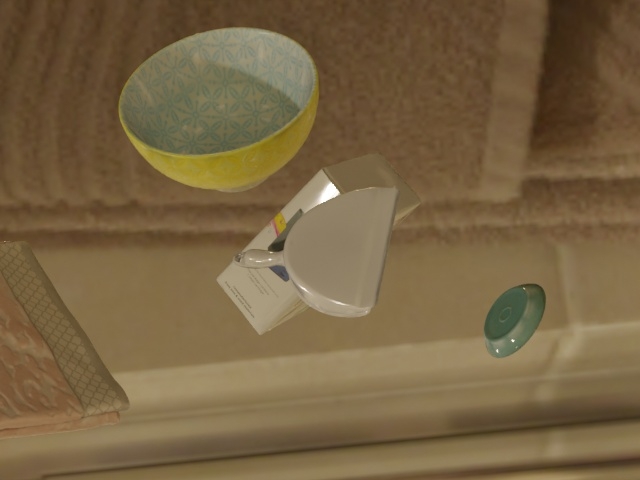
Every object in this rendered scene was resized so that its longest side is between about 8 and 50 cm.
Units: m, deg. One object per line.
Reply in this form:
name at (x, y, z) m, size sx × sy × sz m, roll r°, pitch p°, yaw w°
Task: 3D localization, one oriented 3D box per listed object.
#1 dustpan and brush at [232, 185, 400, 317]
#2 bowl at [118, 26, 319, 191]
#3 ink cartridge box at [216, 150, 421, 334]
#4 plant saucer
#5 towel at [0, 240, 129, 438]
dustpan and brush at (-0.013, 0.014, 1.422) m, size 0.060 × 0.211 × 0.147 m, roll 48°, pitch -130°, yaw -56°
bowl at (-0.136, -0.165, 1.909) m, size 0.156 × 0.290 × 0.289 m, roll 78°, pitch -175°, yaw -46°
ink cartridge box at (0.000, 0.000, 1.564) m, size 0.093 × 0.212 × 0.154 m, roll 51°, pitch -150°, yaw 9°
plant saucer at (0.265, 0.107, 1.816) m, size 0.119 × 0.021 × 0.119 m, roll -45°, pitch 24°, yaw 27°
towel at (-0.438, 0.119, 1.749) m, size 0.332 × 0.053 × 0.317 m, roll 54°, pitch -157°, yaw 22°
